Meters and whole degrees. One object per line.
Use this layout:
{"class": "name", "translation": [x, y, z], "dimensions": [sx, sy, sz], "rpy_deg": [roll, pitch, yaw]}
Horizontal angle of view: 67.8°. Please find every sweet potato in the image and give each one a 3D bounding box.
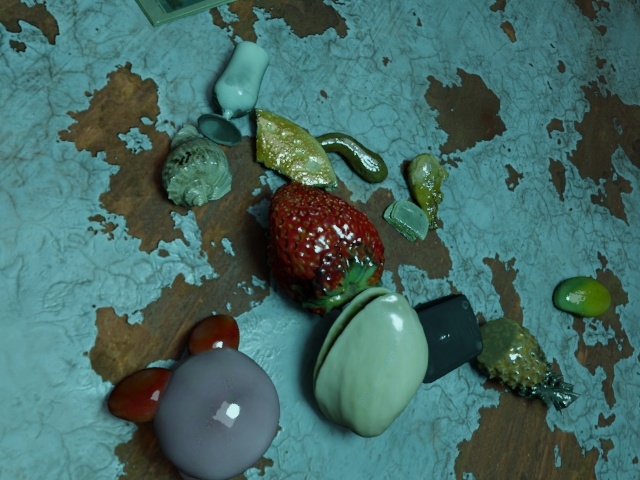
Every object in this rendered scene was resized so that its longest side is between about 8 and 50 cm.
{"class": "sweet potato", "translation": [0.075, -0.219, 1.202], "dimensions": [0.233, 0.062, 0.081], "rpy_deg": [25, 70, -16]}

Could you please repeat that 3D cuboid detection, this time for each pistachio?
{"class": "pistachio", "translation": [0.105, 0.247, 0.977], "dimensions": [0.226, 0.208, 0.332], "rpy_deg": [13, 110, -15]}

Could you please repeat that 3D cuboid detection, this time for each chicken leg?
{"class": "chicken leg", "translation": [0.293, -0.130, 1.281], "dimensions": [0.101, 0.085, 0.207], "rpy_deg": [-9, 90, -40]}

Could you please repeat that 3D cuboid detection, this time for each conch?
{"class": "conch", "translation": [-0.260, -0.155, 1.007], "dimensions": [0.155, 0.130, 0.207], "rpy_deg": [30, 34, -53]}

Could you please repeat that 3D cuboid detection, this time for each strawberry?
{"class": "strawberry", "translation": [0.000, 0.000, 1.012], "dimensions": [0.238, 0.250, 0.288], "rpy_deg": [-13, 57, -23]}

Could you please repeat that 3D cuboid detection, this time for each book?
{"class": "book", "translation": [-0.328, -0.635, 1.126], "dimensions": [0.282, 0.025, 0.215], "rpy_deg": [-37, 94, -28]}

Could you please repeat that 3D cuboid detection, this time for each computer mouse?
{"class": "computer mouse", "translation": [0.270, 0.238, 1.155], "dimensions": [0.269, 0.100, 0.170], "rpy_deg": [-13, 86, -34]}

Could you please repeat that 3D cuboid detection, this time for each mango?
{"class": "mango", "translation": [0.797, 0.174, 1.451], "dimensions": [0.194, 0.092, 0.130], "rpy_deg": [-7, 82, -19]}

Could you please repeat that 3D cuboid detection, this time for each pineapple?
{"class": "pineapple", "translation": [0.550, 0.347, 1.252], "dimensions": [0.340, 0.169, 0.169], "rpy_deg": [39, 63, -22]}

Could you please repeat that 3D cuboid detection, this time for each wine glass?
{"class": "wine glass", "translation": [-0.190, -0.336, 1.073], "dimensions": [0.103, 0.103, 0.231], "rpy_deg": [24, 63, -20]}

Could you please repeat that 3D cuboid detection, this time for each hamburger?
{"class": "hamburger", "translation": [0.229, -0.061, 1.242], "dimensions": [0.121, 0.054, 0.084], "rpy_deg": [34, 66, -7]}

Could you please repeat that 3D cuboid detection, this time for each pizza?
{"class": "pizza", "translation": [-0.066, -0.205, 1.119], "dimensions": [0.271, 0.056, 0.134], "rpy_deg": [32, 75, -10]}

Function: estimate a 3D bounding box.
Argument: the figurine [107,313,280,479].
{"class": "figurine", "translation": [-0.191, 0.293, 0.842], "dimensions": [0.269, 0.211, 0.261], "rpy_deg": [-35, 94, -29]}
